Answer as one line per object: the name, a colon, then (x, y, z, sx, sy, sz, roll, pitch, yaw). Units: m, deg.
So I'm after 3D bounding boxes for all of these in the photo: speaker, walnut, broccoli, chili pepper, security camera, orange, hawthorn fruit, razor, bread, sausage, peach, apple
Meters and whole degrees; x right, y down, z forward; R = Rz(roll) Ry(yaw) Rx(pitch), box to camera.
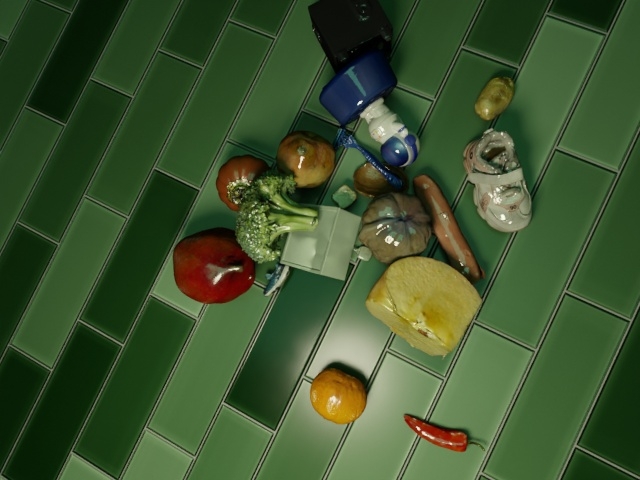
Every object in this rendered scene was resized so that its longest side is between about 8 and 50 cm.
speaker: (0.112, -0.748, 1.600, 0.232, 0.184, 0.253, -26, 79, 5)
walnut: (0.247, -0.039, 1.482, 0.249, 0.248, 0.248, -1, 84, 8)
broccoli: (-0.158, -0.084, 1.442, 0.235, 0.260, 0.288, 40, 126, 44)
chili pepper: (0.403, 0.647, 1.467, 0.272, 0.071, 0.063, 14, 125, 15)
security camera: (0.138, 0.040, 1.583, 0.092, 0.058, 0.058, 29, 89, -1)
orange: (0.057, 0.518, 1.470, 0.193, 0.193, 0.161, 21, 91, 10)
hawthorn fruit: (-0.364, 0.092, 1.521, 0.295, 0.311, 0.294, 0, 102, -2)
razor: (0.179, -0.290, 1.581, 0.324, 0.056, 0.093, 42, 132, 21)
bread: (0.087, -0.151, 1.595, 0.083, 0.070, 0.076, -41, 79, 4)
sausage: (0.432, -0.043, 1.520, 0.094, 0.094, 0.418, -17, 78, -33)
peach: (-0.053, -0.285, 1.551, 0.214, 0.235, 0.214, 0, 93, 5)
apple: (0.314, 0.211, 1.422, 0.309, 0.252, 0.314, 37, 116, 7)

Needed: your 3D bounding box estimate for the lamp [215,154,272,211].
lamp: (-0.263, -0.200, 1.591, 0.223, 0.196, 0.223, 2, 122, 4)

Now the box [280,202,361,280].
box: (0.000, 0.000, 1.520, 0.225, 0.117, 0.224, 12, 84, 48)

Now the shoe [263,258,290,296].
shoe: (-0.167, 0.139, 1.606, 0.071, 0.064, 0.142, 32, 87, 10)

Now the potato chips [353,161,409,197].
potato chips: (0.216, -0.211, 1.589, 0.202, 0.049, 0.150, 5, 63, 8)

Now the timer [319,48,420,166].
timer: (0.206, -0.423, 1.535, 0.270, 0.270, 0.383, -36, 92, 3)

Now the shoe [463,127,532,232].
shoe: (0.586, -0.195, 1.461, 0.172, 0.198, 0.350, -26, 80, 7)

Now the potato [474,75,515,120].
potato: (0.612, -0.501, 1.551, 0.107, 0.080, 0.170, 40, 92, 22)
